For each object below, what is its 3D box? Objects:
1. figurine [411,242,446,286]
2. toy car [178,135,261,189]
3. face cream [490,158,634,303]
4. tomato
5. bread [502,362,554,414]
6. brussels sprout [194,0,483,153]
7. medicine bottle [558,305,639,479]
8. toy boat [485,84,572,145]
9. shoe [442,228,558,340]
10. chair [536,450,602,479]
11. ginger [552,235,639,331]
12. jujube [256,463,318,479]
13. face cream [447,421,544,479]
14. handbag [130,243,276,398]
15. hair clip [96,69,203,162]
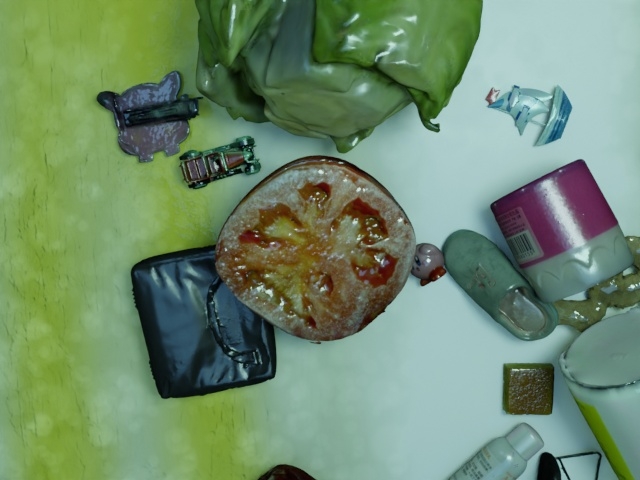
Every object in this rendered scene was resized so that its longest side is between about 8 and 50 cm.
[{"bbox_3d":[0.190,0.040,1.278,0.067,0.083,0.071,-33,85,-35],"label":"figurine"},{"bbox_3d":[-0.182,-0.141,1.279,0.143,0.054,0.073,-14,98,6],"label":"toy car"},{"bbox_3d":[0.405,-0.015,1.187,0.175,0.175,0.195,-26,86,7],"label":"face cream"},{"bbox_3d":[-0.005,0.000,1.229,0.338,0.144,0.339,-2,113,-5],"label":"tomato"},{"bbox_3d":[0.389,0.277,1.317,0.090,0.035,0.095,0,99,3],"label":"bread"},{"bbox_3d":[0.028,-0.362,1.104,0.425,0.342,0.361,10,72,-2],"label":"brussels sprout"},{"bbox_3d":[0.582,0.319,1.201,0.213,0.213,0.379,-30,107,7],"label":"medicine bottle"},{"bbox_3d":[0.377,-0.240,1.249,0.149,0.034,0.105,42,102,9],"label":"toy boat"},{"bbox_3d":[0.318,0.085,1.251,0.251,0.100,0.103,42,105,5],"label":"shoe"},{"bbox_3d":[0.415,0.471,1.297,0.221,0.140,0.145,5,99,6],"label":"chair"},{"bbox_3d":[0.517,0.078,1.270,0.258,0.065,0.149,-16,86,16],"label":"ginger"},{"bbox_3d":[-0.030,0.539,1.311,0.183,0.183,0.243,-38,88,8],"label":"jujube"},{"bbox_3d":[0.306,0.448,1.324,0.082,0.082,0.269,44,100,-4],"label":"face cream"},{"bbox_3d":[-0.211,0.148,1.310,0.244,0.088,0.275,-11,94,3],"label":"handbag"},{"bbox_3d":[-0.298,-0.223,1.281,0.187,0.056,0.146,-13,99,14],"label":"hair clip"}]
